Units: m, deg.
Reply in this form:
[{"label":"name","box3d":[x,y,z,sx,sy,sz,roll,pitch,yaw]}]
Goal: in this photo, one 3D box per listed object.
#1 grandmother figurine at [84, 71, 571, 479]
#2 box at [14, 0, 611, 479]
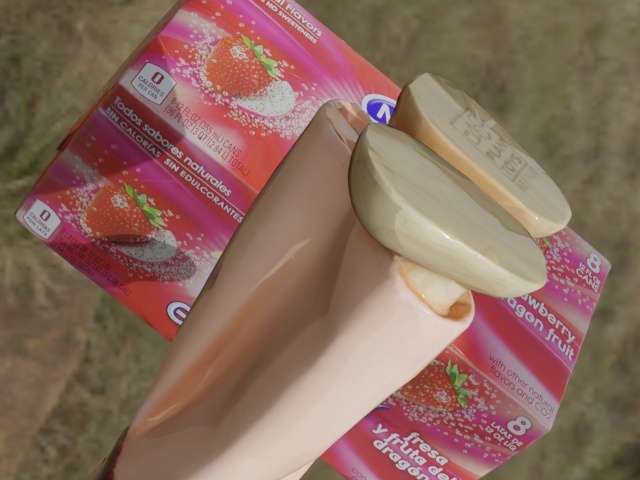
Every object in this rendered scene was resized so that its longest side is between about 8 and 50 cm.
[{"label":"grandmother figurine","box3d":[-0.052,0.087,0.612,0.342,0.104,0.208,-47,173,24]},{"label":"box","box3d":[0.000,0.000,0.798,0.257,0.122,0.128,39,44,-8]}]
